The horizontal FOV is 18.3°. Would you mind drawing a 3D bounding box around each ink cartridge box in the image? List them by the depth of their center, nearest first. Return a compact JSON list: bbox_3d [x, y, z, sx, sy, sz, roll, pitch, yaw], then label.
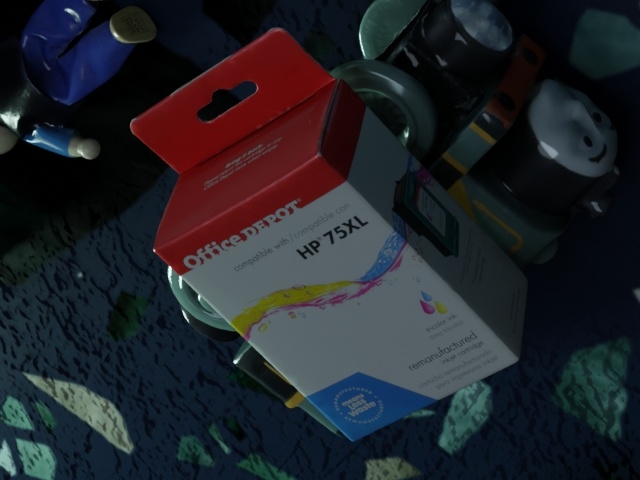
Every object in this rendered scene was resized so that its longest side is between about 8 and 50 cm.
[{"bbox_3d":[0.000,0.000,1.168,0.134,0.078,0.231,-30,118,31],"label":"ink cartridge box"}]

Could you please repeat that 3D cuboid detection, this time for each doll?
[{"bbox_3d":[-0.194,-0.114,1.418,0.189,0.046,0.129,-36,91,39],"label":"doll"}]

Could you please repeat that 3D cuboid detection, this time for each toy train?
[{"bbox_3d":[0.043,-0.015,1.282,0.190,0.142,0.334,38,128,-8],"label":"toy train"}]
